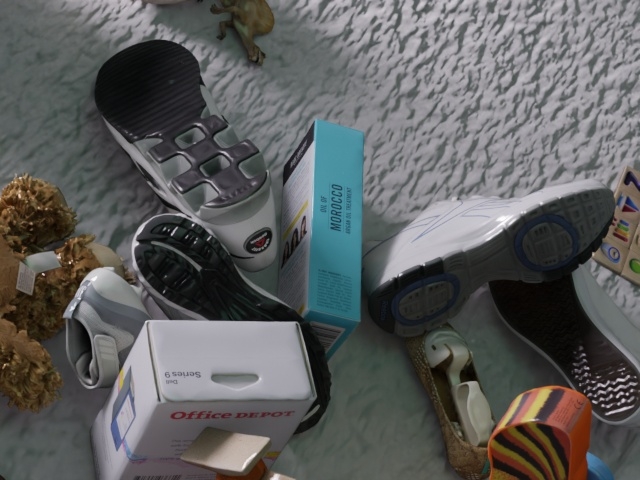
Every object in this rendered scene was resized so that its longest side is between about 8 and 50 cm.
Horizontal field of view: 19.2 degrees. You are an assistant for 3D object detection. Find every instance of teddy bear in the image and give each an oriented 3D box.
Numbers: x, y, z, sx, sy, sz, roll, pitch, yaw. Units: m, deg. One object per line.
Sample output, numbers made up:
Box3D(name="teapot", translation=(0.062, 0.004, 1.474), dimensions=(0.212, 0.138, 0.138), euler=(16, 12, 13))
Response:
Box3D(name="teddy bear", translation=(-0.333, 0.056, 1.837), dimensions=(0.245, 0.113, 0.338), euler=(39, 45, -7))

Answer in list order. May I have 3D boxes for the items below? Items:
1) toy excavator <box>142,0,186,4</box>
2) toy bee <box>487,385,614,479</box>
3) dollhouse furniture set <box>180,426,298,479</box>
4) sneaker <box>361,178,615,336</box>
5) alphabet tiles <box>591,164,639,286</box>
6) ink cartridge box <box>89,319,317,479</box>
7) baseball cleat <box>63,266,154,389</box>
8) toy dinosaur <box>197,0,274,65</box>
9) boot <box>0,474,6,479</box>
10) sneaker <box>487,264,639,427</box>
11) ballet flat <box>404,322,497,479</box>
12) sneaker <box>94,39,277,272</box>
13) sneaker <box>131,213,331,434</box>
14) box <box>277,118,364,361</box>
Box3D(name="toy excavator", translation=(-0.343, -0.369, 2.000), dimensions=(0.445, 0.433, 0.222), euler=(-11, 60, 3))
Box3D(name="toy bee", translation=(0.200, 0.267, 1.879), dimensions=(0.162, 0.298, 0.195), euler=(9, 21, 29))
Box3D(name="dollhouse furniture set", translation=(-0.092, 0.334, 1.692), dimensions=(0.259, 0.135, 0.262), euler=(-49, 124, -28))
Box3D(name="sneaker", translation=(0.173, -0.008, 2.033), dimensions=(0.297, 0.111, 0.129), euler=(-19, 38, -9))
Box3D(name="alphabet tiles", translation=(0.440, -0.015, 2.274), dimensions=(0.198, 0.009, 0.237), euler=(29, 51, -3))
Box3D(name="ink cartridge box", translation=(-0.114, 0.165, 1.778), dimensions=(0.154, 0.212, 0.093), euler=(1, 57, -23))
Box3D(name="baseball cleat", translation=(-0.180, 0.121, 1.839), dimensions=(0.206, 0.072, 0.109), euler=(50, 57, -28))
Box3D(name="toy dinosaur", translation=(-0.090, -0.280, 2.197), dimensions=(0.093, 0.053, 0.183), euler=(23, 58, -28))
Box3D(name="boot", translation=(-0.352, 0.222, 1.747), dimensions=(0.114, 0.037, 0.106), euler=(44, 39, 4))
Box3D(name="sneaker", translation=(0.282, 0.096, 2.095), dimensions=(0.123, 0.106, 0.290), euler=(22, 32, -56))
Box3D(name="ballet flat", translation=(0.146, 0.151, 1.996), dimensions=(0.073, 0.067, 0.206), euler=(-8, 62, -27))
Box3D(name="sneaker", translation=(-0.141, -0.084, 2.008), dimensions=(0.122, 0.146, 0.330), euler=(-26, 46, -8))
Box3D(name="sneaker", translation=(-0.090, 0.082, 1.919), dimensions=(0.100, 0.108, 0.271), euler=(-42, 98, -13))
Box3D(name="box", translation=(0.000, 0.000, 2.010), dimensions=(0.060, 0.100, 0.244), euler=(14, 55, -17))
